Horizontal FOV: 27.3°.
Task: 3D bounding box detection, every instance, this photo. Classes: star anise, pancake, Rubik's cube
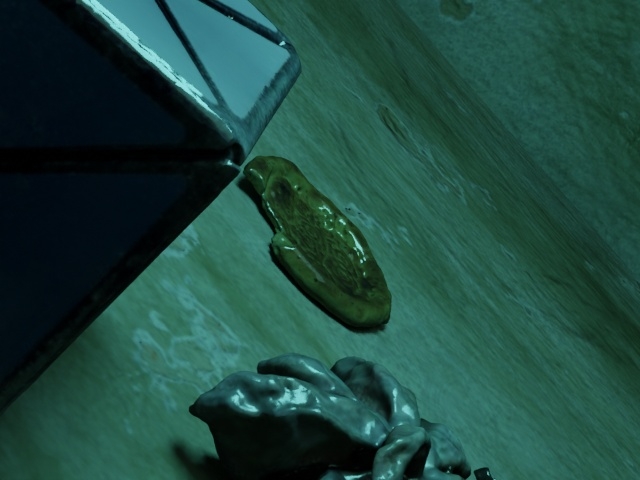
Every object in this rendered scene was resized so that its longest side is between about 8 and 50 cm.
[{"bbox_3d":[0.062,0.196,0.986,0.359,0.139,0.316,36,28,-26],"label":"star anise"},{"bbox_3d":[0.000,0.000,1.403,0.212,0.029,0.235,22,34,-53],"label":"pancake"},{"bbox_3d":[-0.192,-0.089,0.832,0.260,0.259,0.255,45,18,-10],"label":"Rubik's cube"}]

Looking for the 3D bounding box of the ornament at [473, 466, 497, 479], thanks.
[{"bbox_3d":[0.160,0.258,1.102,0.196,0.166,0.153,34,-8,19],"label":"ornament"}]
